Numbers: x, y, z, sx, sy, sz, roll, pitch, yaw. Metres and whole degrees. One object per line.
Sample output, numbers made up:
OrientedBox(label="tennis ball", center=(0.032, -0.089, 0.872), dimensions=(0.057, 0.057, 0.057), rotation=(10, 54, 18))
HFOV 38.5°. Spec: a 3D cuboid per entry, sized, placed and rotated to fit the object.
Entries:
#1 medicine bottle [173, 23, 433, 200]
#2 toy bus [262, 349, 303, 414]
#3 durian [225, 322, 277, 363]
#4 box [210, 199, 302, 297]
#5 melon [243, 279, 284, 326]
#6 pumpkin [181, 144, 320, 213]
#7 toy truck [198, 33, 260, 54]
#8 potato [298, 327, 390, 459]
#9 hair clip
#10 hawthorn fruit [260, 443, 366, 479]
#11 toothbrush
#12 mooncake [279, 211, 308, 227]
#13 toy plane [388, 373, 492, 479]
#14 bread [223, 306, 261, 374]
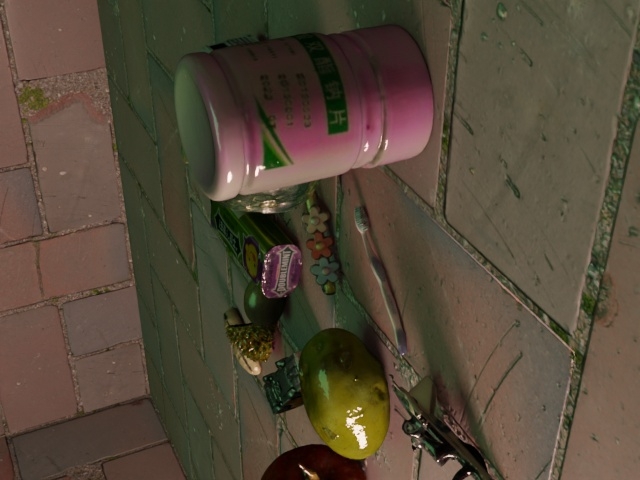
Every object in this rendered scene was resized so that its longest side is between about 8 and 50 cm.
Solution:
OrientedBox(label="medicine bottle", center=(-0.027, -0.188, 1.314), dimensions=(0.212, 0.326, 0.212), rotation=(167, 90, -70))
OrientedBox(label="toy bus", center=(-0.052, 0.309, 2.013), dimensions=(0.092, 0.106, 0.268), rotation=(69, 156, 18))
OrientedBox(label="durian", center=(-0.169, 0.253, 2.255), dimensions=(0.187, 0.119, 0.108), rotation=(161, 98, -68))
OrientedBox(label="box", center=(-0.152, -0.009, 2.077), dimensions=(0.345, 0.097, 0.134), rotation=(-135, 45, -53))
OrientedBox(label="melon", center=(-0.130, 0.139, 2.113), dimensions=(0.098, 0.098, 0.130), rotation=(53, 144, 46))
OrientedBox(label="pumpkin", center=(-0.103, -0.214, 1.588), dimensions=(0.293, 0.263, 0.197), rotation=(62, 152, 25))
OrientedBox(label="toy truck", center=(-0.177, -0.258, 1.879), dimensions=(0.136, 0.162, 0.305), rotation=(-133, 35, -52))
OrientedBox(label="potato", center=(0.040, 0.283, 1.686), dimensions=(0.186, 0.148, 0.253), rotation=(-8, 103, 49))
OrientedBox(label="hair clip", center=(-0.001, 0.000, 1.756), dimensions=(0.056, 0.062, 0.213), rotation=(12, -113, -79))
OrientedBox(label="hawthorn fruit", center=(-0.011, 0.552, 1.892), dimensions=(0.262, 0.258, 0.258), rotation=(-51, 50, 30))
OrientedBox(label="toothbrush", center=(0.104, 0.067, 1.574), dimensions=(0.027, 0.021, 0.269), rotation=(138, 116, -73))
OrientedBox(label="mooncake", center=(0.006, 0.090, 1.810), dimensions=(0.346, 0.057, 0.150), rotation=(59, 141, 23))
OrientedBox(label="toy plane", center=(0.190, 0.321, 1.428), dimensions=(0.262, 0.088, 0.192), rotation=(57, 180, 34))
OrientedBox(label="bread", center=(-0.219, 0.274, 2.493), dimensions=(0.214, 0.053, 0.073), rotation=(62, 152, 33))
